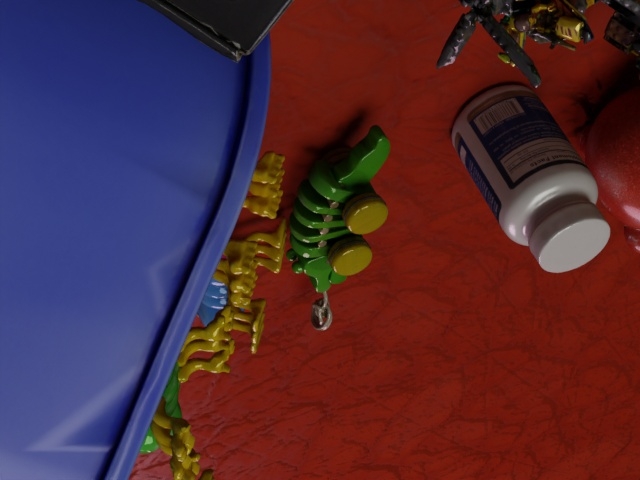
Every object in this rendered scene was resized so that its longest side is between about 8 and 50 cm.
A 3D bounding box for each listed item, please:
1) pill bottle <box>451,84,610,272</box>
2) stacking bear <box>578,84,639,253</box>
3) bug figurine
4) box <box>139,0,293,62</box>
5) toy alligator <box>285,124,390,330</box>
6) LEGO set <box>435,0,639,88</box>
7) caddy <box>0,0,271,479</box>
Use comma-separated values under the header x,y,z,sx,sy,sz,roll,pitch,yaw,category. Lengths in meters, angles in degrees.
x,y,z,sx,sy,sz,roll,pitch,yaw,category
0.138,-0.039,0.802,0.067,0.120,0.067,-15,142,-12,pill bottle
0.297,-0.105,0.792,0.164,0.175,0.289,-1,148,-50,stacking bear
-0.081,0.071,0.730,0.072,0.279,0.216,13,142,4,bug figurine
-0.062,-0.239,0.357,0.293,0.073,0.295,33,128,-17,box
0.000,0.000,0.823,0.051,0.056,0.189,-6,139,-24,toy alligator
0.182,-0.155,0.577,0.192,0.255,0.331,-37,164,-32,LEGO set
-0.148,0.002,0.551,0.179,0.241,0.341,21,93,-38,caddy
